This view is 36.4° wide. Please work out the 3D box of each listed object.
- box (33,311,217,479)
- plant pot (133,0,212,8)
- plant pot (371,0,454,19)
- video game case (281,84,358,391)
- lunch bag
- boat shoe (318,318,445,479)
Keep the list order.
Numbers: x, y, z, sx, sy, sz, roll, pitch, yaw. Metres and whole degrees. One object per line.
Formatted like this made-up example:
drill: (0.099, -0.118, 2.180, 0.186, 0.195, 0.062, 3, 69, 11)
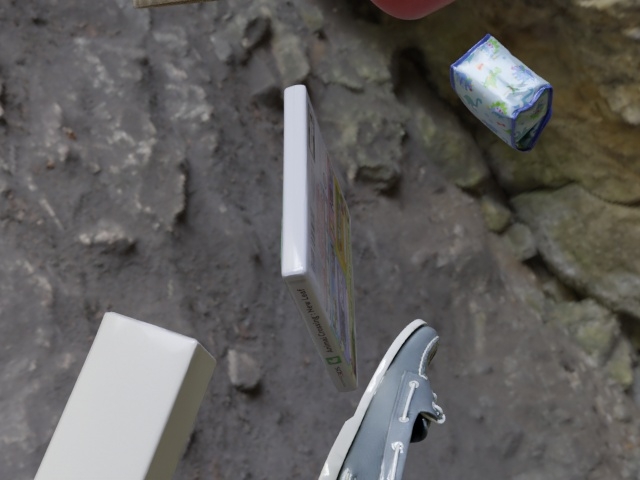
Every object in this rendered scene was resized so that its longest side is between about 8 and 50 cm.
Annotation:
box: (-0.209, 0.222, 0.982, 0.094, 0.113, 0.275, 69, 41, -67)
plant pot: (-0.177, -0.505, 1.480, 0.256, 0.256, 0.274, -42, 127, -69)
plant pot: (0.191, -0.479, 1.390, 0.275, 0.243, 0.275, 5, 82, -43)
video game case: (0.000, 0.000, 0.885, 0.193, 0.023, 0.212, 68, 16, -50)
lunch bag: (0.260, -0.201, 1.398, 0.129, 0.096, 0.151, 47, -9, 23)
boat shoe: (0.092, 0.218, 1.159, 0.099, 0.116, 0.319, 23, 40, 13)
